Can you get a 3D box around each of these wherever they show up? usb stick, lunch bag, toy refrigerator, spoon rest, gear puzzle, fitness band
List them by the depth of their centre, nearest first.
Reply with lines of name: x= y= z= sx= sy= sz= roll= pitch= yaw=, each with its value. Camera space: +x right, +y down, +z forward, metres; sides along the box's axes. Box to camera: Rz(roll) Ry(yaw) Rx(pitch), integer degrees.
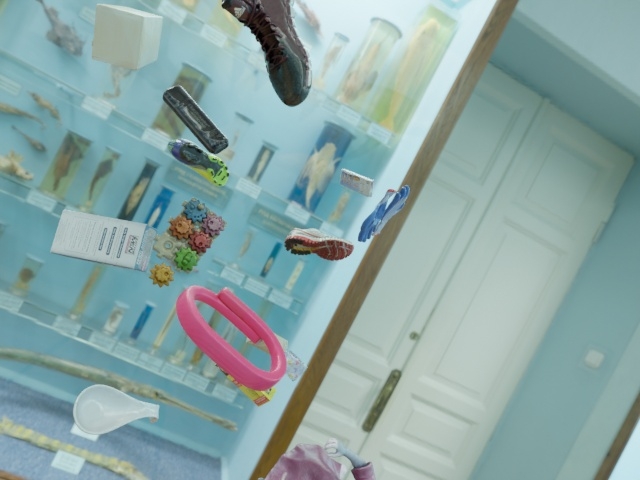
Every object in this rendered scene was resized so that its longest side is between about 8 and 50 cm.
toy refrigerator: x=-0.404 y=-0.433 z=1.061 sx=0.094 sy=0.102 sz=0.269 roll=11 pitch=22 yaw=-14
fitness band: x=-0.194 y=0.209 z=1.114 sx=0.291 sy=0.054 sz=0.209 roll=44 pitch=15 yaw=-11
spoon rest: x=-0.591 y=0.501 z=1.487 sx=0.084 sy=0.137 sz=0.276 roll=-23 pitch=-30 yaw=32
usb stick: x=-0.393 y=-0.380 z=1.576 sx=0.278 sy=0.077 sz=0.045 roll=48 pitch=-23 yaw=15
lunch bag: x=-0.094 y=0.425 z=1.695 sx=0.083 sy=0.071 sz=0.053 roll=38 pitch=-11 yaw=27
gear puzzle: x=-0.483 y=0.013 z=1.756 sx=0.175 sy=0.338 sz=0.044 roll=39 pitch=-22 yaw=-15

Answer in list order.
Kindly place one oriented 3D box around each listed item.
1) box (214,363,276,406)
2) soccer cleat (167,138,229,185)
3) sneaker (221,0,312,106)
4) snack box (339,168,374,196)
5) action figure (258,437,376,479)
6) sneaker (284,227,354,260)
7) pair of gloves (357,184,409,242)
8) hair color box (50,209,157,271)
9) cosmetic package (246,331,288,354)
box: x=-0.275 y=0.505 z=1.850 sx=0.232 sy=0.087 sz=0.058 roll=47 pitch=37 yaw=-9
soccer cleat: x=-0.442 y=-0.290 z=1.848 sx=0.121 sy=0.093 sz=0.289 roll=23 pitch=-8 yaw=30
sneaker: x=-0.118 y=-0.400 z=0.975 sx=0.107 sy=0.281 sz=0.163 roll=-20 pitch=-10 yaw=39
snack box: x=0.137 y=-0.222 z=1.928 sx=0.022 sy=0.064 sz=0.178 roll=-10 pitch=27 yaw=-35
action figure: x=0.033 y=0.571 z=1.034 sx=0.370 sy=0.248 sz=0.275 roll=2 pitch=-39 yaw=48
sneaker: x=0.000 y=0.000 z=1.646 sx=0.226 sy=0.088 sz=0.092 roll=11 pitch=38 yaw=1
pair of gloves: x=0.163 y=-0.067 z=1.262 sx=0.023 sy=0.159 sz=0.198 roll=40 pitch=23 yaw=18
hair color box: x=-0.812 y=0.002 z=1.894 sx=0.348 sy=0.173 sz=0.105 roll=10 pitch=-11 yaw=10
cosmetic package: x=-0.157 y=0.298 z=1.487 sx=0.060 sy=0.041 sz=0.115 roll=-23 pitch=-46 yaw=32
